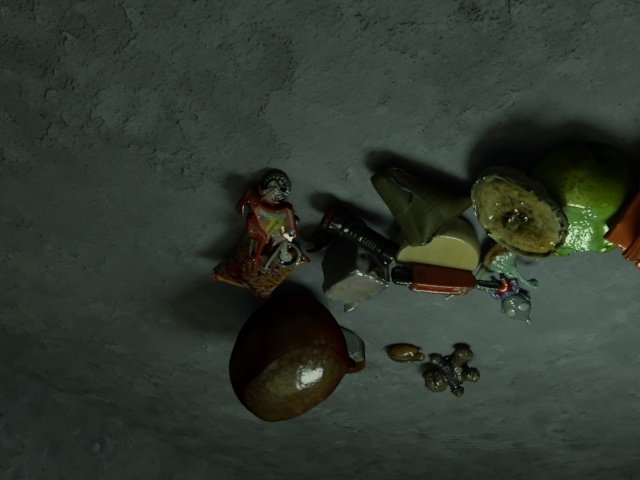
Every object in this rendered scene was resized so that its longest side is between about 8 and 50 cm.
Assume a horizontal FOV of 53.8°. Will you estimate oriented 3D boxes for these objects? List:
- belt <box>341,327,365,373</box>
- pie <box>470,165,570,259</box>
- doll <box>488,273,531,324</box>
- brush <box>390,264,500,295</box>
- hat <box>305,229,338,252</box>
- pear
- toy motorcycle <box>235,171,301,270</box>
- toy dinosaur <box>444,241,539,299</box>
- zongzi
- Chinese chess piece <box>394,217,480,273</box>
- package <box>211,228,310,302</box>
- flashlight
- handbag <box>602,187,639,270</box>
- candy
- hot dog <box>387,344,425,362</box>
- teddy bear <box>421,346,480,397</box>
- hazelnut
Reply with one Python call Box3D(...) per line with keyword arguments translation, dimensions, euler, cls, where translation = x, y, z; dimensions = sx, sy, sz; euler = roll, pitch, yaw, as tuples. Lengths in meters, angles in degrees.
Box3D(translation=(0.055, 0.401, 2.320), dimensions=(0.184, 0.105, 0.261), euler=(-30, 128, 34), cls="belt")
Box3D(translation=(0.486, -0.067, 1.558), dimensions=(0.274, 0.055, 0.274), euler=(38, 153, 24), cls="pie")
Box3D(translation=(0.617, 0.194, 2.011), dimensions=(0.102, 0.075, 0.227), euler=(-27, 119, 22), cls="doll")
Box3D(translation=(0.359, 0.120, 1.809), dimensions=(0.323, 0.070, 0.051), euler=(8, 144, -5), cls="brush")
Box3D(translation=(0.000, 0.000, 1.874), dimensions=(0.121, 0.121, 0.050), euler=(-25, 92, 33), cls="hat")
Box3D(translation=(0.653, -0.108, 1.559), dimensions=(0.286, 0.176, 0.282), euler=(-7, 137, 15), cls="pear")
Box3D(translation=(-0.144, -0.052, 1.774), dimensions=(0.171, 0.089, 0.298), euler=(-8, 117, 0), cls="toy motorcycle")
Box3D(translation=(0.533, 0.078, 1.865), dimensions=(0.393, 0.092, 0.205), euler=(-24, 132, 34), cls="toy dinosaur")
Box3D(translation=(0.286, -0.138, 1.651), dimensions=(0.256, 0.115, 0.228), euler=(-34, 94, -8), cls="zongzi")
Box3D(translation=(0.336, 0.029, 1.830), dimensions=(0.250, 0.097, 0.251), euler=(4, 141, 3), cls="Chinese chess piece")
Box3D(translation=(-0.190, 0.065, 1.950), dimensions=(0.223, 0.108, 0.288), euler=(31, 125, -19), cls="package")
Box3D(translation=(0.114, -0.018, 1.766), dimensions=(0.232, 0.093, 0.093), euler=(30, 139, 2), cls="flashlight")
Box3D(translation=(0.914, -0.041, 1.525), dimensions=(0.410, 0.116, 0.303), euler=(16, 117, -28), cls="handbag")
Box3D(translation=(0.105, 0.087, 1.870), dimensions=(0.137, 0.185, 0.195), euler=(25, 138, -27), cls="candy")
Box3D(translation=(0.319, 0.427, 2.347), dimensions=(0.140, 0.060, 0.090), euler=(-1, 145, 4), cls="hot dog")
Box3D(translation=(0.500, 0.495, 2.359), dimensions=(0.129, 0.182, 0.251), euler=(-6, 158, -48), cls="teddy bear")
Box3D(translation=(-0.116, 0.374, 2.080), dimensions=(0.421, 0.421, 0.352), euler=(-26, 155, 34), cls="hazelnut")
